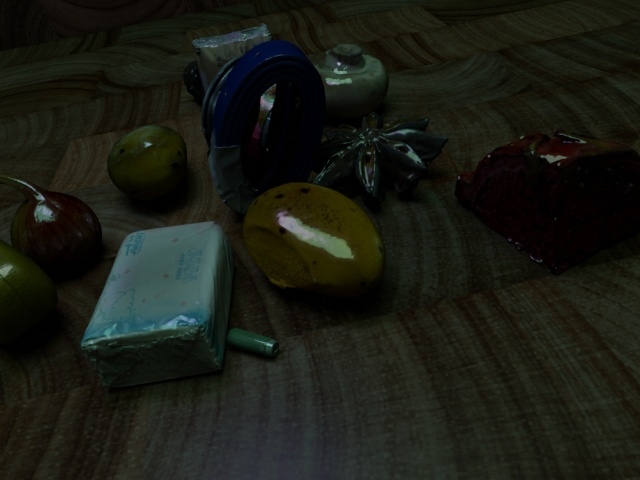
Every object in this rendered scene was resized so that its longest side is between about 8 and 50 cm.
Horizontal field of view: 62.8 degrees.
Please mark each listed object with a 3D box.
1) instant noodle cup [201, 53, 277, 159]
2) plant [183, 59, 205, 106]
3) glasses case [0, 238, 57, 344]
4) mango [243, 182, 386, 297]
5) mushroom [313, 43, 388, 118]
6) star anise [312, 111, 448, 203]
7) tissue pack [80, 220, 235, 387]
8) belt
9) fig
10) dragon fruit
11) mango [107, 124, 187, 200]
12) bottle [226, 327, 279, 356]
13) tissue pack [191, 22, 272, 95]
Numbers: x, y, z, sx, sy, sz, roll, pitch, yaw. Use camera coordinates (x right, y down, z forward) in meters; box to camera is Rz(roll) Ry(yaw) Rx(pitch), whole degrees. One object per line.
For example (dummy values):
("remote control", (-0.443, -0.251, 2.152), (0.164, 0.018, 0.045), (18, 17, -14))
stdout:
("instant noodle cup", (-0.132, -0.295, 1.269), (0.181, 0.303, 0.258), (31, 21, 24))
("plant", (-0.342, -0.496, 1.641), (0.142, 0.131, 0.203), (-27, 31, -22))
("glasses case", (-0.620, 0.062, 0.956), (0.370, 0.173, 0.141), (20, 47, 30))
("mango", (0.000, 0.000, 0.911), (0.190, 0.160, 0.290), (-28, 44, -34))
("mushroom", (0.064, -0.426, 1.422), (0.254, 0.184, 0.255), (5, 38, -4))
("star anise", (0.116, -0.183, 1.150), (0.331, 0.118, 0.332), (-14, 36, 10))
("tissue pack", (-0.254, 0.095, 0.874), (0.201, 0.124, 0.271), (-6, 37, 0))
("belt", (-0.111, -0.220, 1.067), (0.212, 0.347, 0.117), (6, 33, -22))
("fig", (-0.540, -0.040, 1.043), (0.174, 0.207, 0.175), (-6, 30, 3))
("dragon fruit", (0.364, -0.077, 0.929), (0.330, 0.302, 0.241), (13, 73, 50))
("mango", (-0.411, -0.195, 1.263), (0.176, 0.176, 0.329), (15, 11, -18))
("bottle", (-0.106, 0.161, 0.827), (0.083, 0.030, 0.030), (10, 42, 23))
("tissue pack", (-0.210, -0.427, 1.419), (0.214, 0.257, 0.123), (-18, 35, -12))
